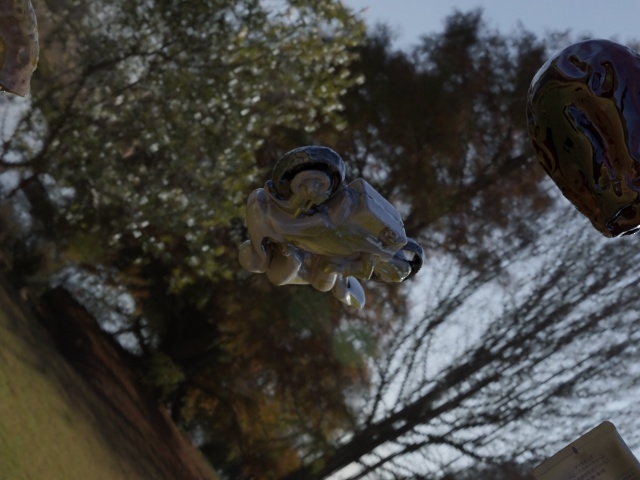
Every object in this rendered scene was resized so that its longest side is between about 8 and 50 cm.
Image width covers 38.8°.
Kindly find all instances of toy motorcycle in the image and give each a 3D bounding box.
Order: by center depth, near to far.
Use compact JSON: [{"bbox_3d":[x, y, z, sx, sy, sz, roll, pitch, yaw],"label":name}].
[{"bbox_3d":[0.000,0.000,1.276,0.340,0.222,0.108,39,30,-45],"label":"toy motorcycle"}]

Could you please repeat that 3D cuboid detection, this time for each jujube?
[{"bbox_3d":[0.334,-0.121,1.068,0.168,0.168,0.237,73,7,-62],"label":"jujube"}]

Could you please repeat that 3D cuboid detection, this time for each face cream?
[{"bbox_3d":[0.361,0.336,1.071,0.224,0.114,0.070,56,7,17],"label":"face cream"}]

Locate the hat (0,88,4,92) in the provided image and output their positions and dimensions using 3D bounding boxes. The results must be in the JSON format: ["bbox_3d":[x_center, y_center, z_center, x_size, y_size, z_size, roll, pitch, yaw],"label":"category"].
[{"bbox_3d":[-0.498,-0.249,1.256,0.146,0.146,0.067,-132,-135,-59],"label":"hat"}]

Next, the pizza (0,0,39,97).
[{"bbox_3d":[-0.295,-0.149,0.623,0.069,0.193,0.154,24,-43,48],"label":"pizza"}]
